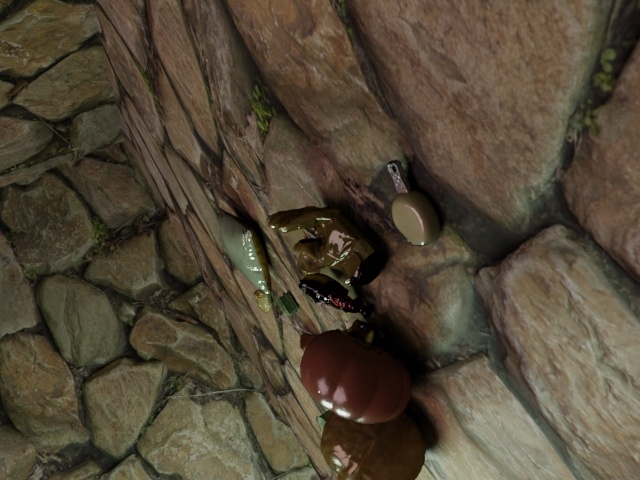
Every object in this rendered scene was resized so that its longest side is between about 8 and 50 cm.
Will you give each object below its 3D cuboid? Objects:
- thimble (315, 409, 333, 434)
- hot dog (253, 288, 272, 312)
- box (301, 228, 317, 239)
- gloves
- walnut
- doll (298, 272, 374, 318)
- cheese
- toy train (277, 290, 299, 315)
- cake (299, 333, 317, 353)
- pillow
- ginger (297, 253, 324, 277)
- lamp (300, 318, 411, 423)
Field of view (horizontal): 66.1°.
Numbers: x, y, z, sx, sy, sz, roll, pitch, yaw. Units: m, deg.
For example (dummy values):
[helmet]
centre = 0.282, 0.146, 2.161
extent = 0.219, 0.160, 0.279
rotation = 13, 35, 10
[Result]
[thimble]
centre = 0.116, 0.732, 1.845
extent = 0.271, 0.150, 0.270
rotation = 46, 153, 32
[hot dog]
centre = -0.254, 0.251, 2.188
extent = 0.078, 0.061, 0.168
rotation = 8, 140, 10
[box]
centre = 0.015, 0.008, 1.350
extent = 0.207, 0.041, 0.049
rotation = 37, 148, 47
[gloves]
centre = 0.012, -0.011, 1.211
extent = 0.331, 0.141, 0.154
rotation = 34, 172, 32
[walnut]
centre = 0.153, 0.597, 1.432
extent = 0.306, 0.306, 0.344
rotation = 52, 166, 21
[doll]
centre = 0.034, 0.148, 1.383
extent = 0.249, 0.088, 0.127
rotation = 18, 144, 45
[cheese]
centre = 0.165, -0.067, 0.928
extent = 0.171, 0.048, 0.092
rotation = 59, 155, 6
[toy train]
centre = -0.126, 0.246, 1.915
extent = 0.093, 0.056, 0.038
rotation = 57, 159, 12
[cake]
centre = -0.024, 0.425, 1.932
extent = 0.109, 0.090, 0.225
rotation = 60, 177, -3
[pillow]
centre = -0.306, 0.038, 1.975
extent = 0.310, 0.119, 0.312
rotation = 36, 147, 53
[ginger]
centre = -0.023, 0.062, 1.462
extent = 0.095, 0.068, 0.190
rotation = 25, 151, 1
[lamp]
centre = 0.099, 0.335, 1.294
extent = 0.306, 0.239, 0.305
rotation = 21, 180, 0
